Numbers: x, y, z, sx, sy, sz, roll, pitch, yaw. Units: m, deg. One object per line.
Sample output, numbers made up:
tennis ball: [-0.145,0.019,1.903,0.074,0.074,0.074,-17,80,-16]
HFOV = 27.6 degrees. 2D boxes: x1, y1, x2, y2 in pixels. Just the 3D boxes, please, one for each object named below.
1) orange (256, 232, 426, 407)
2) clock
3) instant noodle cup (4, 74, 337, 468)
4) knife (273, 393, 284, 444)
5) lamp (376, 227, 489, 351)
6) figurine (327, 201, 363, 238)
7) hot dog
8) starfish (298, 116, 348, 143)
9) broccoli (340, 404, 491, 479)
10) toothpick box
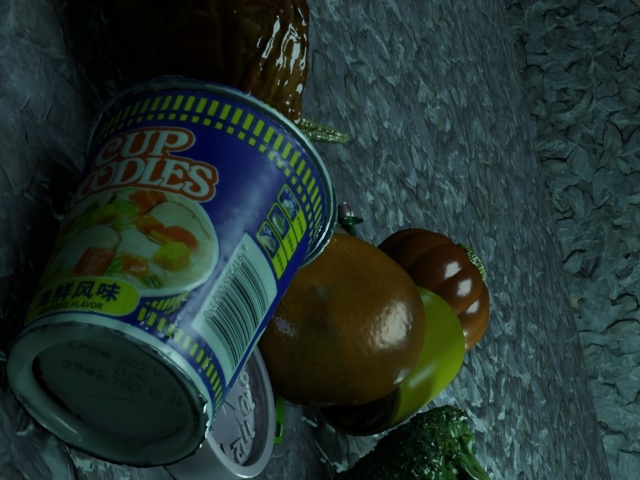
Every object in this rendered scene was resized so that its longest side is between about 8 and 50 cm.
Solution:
orange: [0.010,0.104,1.625,0.171,0.240,0.240,100,-7,-53]
clock: [-0.125,0.176,1.469,0.197,0.068,0.196,50,32,-47]
instant noodle cup: [-0.153,0.042,1.271,0.284,0.284,0.312,59,33,-33]
knife: [-0.062,0.181,1.685,0.078,0.023,0.166,30,47,-54]
lamp: [0.167,0.086,2.066,0.196,0.223,0.223,-36,116,-20]
figurine: [0.001,-0.004,1.766,0.114,0.145,0.178,54,-22,37]
hot dog: [-0.130,-0.237,1.472,0.387,0.174,0.267,61,-27,19]
starfish: [-0.133,-0.155,1.660,0.347,0.078,0.358,56,43,-7]
broccoli: [0.153,0.366,1.740,0.308,0.275,0.307,4,90,-76]
toothpick box: [0.090,0.175,1.857,0.271,0.175,0.175,-28,101,-65]
